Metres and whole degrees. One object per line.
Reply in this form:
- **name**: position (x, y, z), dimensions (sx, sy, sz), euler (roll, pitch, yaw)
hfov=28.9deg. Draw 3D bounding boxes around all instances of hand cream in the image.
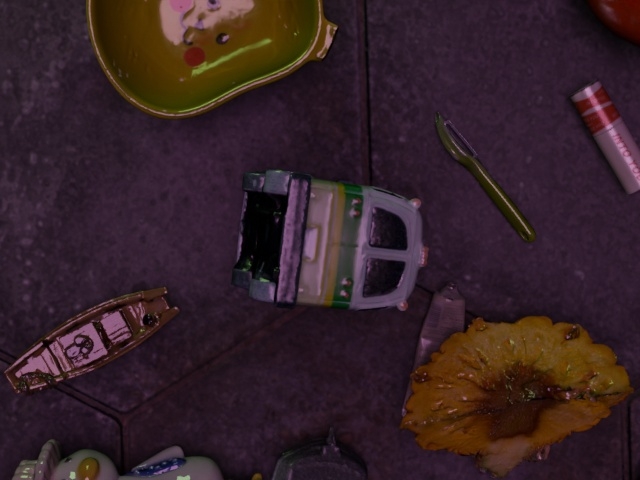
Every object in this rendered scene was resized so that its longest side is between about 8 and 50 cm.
- **hand cream**: position (0.134, 0.128, 1.415), dimensions (0.057, 0.037, 0.165), euler (10, 99, 0)

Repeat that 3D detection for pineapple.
- **pineapple**: position (0.212, 0.173, 1.389), dimensions (0.249, 0.164, 0.140), euler (-15, 48, 5)

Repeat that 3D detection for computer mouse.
- **computer mouse**: position (-0.010, 0.323, 1.399), dimensions (0.113, 0.068, 0.229), euler (11, 80, -19)

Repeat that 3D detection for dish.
- **dish**: position (-0.117, -0.251, 1.363), dimensions (0.262, 0.108, 0.221), euler (-14, 91, 2)

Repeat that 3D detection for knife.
- **knife**: position (0.184, -0.070, 1.411), dimensions (0.026, 0.022, 0.184), euler (-39, 90, -24)

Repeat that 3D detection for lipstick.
- **lipstick**: position (0.329, -0.117, 1.400), dimensions (0.038, 0.038, 0.131), euler (-31, 91, 1)

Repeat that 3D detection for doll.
- **doll**: position (-0.211, 0.284, 1.375), dimensions (0.293, 0.119, 0.138), euler (4, 49, 0)

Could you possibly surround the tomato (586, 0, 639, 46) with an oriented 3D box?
- **tomato**: position (0.376, -0.293, 1.340), dimensions (0.195, 0.136, 0.195), euler (-4, 70, 10)

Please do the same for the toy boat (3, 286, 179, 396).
- **toy boat**: position (-0.255, 0.110, 1.391), dimensions (0.206, 0.072, 0.064), euler (-28, 93, 2)

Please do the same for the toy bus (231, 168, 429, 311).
- **toy bus**: position (0.000, 0.000, 1.290), dimensions (0.164, 0.276, 0.134), euler (7, 93, -12)

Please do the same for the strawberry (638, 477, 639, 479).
- **strawberry**: position (0.426, 0.306, 1.371), dimensions (0.146, 0.082, 0.187), euler (43, 111, -9)
